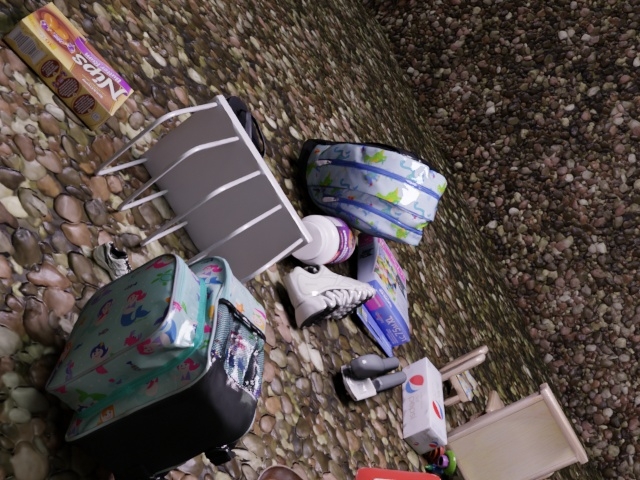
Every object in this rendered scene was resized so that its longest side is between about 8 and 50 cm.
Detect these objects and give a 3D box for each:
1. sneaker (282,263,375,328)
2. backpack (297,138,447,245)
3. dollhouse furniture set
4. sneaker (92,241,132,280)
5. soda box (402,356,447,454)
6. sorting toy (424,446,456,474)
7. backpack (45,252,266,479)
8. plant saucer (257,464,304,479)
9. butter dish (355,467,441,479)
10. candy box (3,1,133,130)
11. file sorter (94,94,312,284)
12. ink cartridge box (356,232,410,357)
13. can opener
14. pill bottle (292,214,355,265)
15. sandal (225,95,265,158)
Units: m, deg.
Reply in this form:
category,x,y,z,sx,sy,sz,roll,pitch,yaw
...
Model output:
category,x,y,z,sx,sy,sz,roll,pitch,yaw
sneaker,0.022,0.103,1.398,0.118,0.110,0.292,56,21,17
backpack,0.134,-0.120,1.584,0.290,0.355,0.274,29,69,-34
dollhouse furniture set,0.469,0.446,1.617,0.362,0.256,0.394,63,15,8
sneaker,-0.280,0.036,0.938,0.083,0.036,0.032,48,23,-27
soda box,0.235,0.374,1.524,0.069,0.073,0.216,49,26,-23
sorting toy,0.254,0.479,1.460,0.042,0.061,0.102,15,1,-18
backpack,-0.182,0.129,0.793,0.191,0.225,0.254,55,19,-22
plant saucer,-0.051,0.412,0.960,0.168,0.029,0.169,46,26,-30
butter dish,0.130,0.488,1.139,0.159,0.118,0.160,7,38,-5
candy box,-0.396,-0.277,1.063,0.187,0.053,0.109,48,25,-22
file sorter,-0.187,-0.052,1.043,0.278,0.192,0.173,58,26,-2
ink cartridge box,0.156,0.128,1.659,0.186,0.065,0.311,55,24,-28
can opener,0.122,0.283,1.399,0.280,0.093,0.074,16,46,-64
pill bottle,0.000,0.000,1.438,0.108,0.108,0.193,63,18,9
sandal,-0.152,-0.219,1.481,0.097,0.054,0.255,24,41,-54
